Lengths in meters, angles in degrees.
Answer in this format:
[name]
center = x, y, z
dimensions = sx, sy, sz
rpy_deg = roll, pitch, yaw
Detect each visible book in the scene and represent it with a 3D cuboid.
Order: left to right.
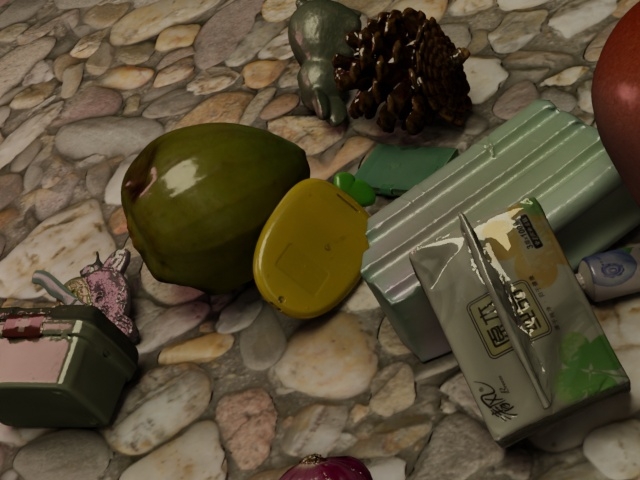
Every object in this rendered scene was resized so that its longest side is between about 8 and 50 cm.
[book]
center = 0.117, -0.098, 1.780
dimensions = 0.135, 0.017, 0.103
rpy_deg = 6, 46, 35

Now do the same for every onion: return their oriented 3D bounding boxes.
[onion]
center = 0.004, 0.280, 1.345
dimensions = 0.115, 0.115, 0.104
rpy_deg = -19, 82, 11

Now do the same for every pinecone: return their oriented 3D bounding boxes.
[pinecone]
center = 0.114, -0.244, 1.825
dimensions = 0.169, 0.185, 0.212
rpy_deg = -21, 14, -33

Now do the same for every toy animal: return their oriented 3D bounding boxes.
[toy animal]
center = -0.004, -0.273, 1.990
dimensions = 0.108, 0.138, 0.236
rpy_deg = -30, 39, 51

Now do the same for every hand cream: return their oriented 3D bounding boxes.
[hand cream]
center = 0.353, 0.035, 1.459
dimensions = 0.142, 0.053, 0.084
rpy_deg = -16, 37, -1

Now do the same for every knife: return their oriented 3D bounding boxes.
[knife]
center = -0.354, 0.089, 1.779
dimensions = 0.028, 0.015, 0.210
rpy_deg = -46, 46, -14

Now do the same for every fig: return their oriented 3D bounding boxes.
[fig]
center = -0.135, -0.054, 1.709
dimensions = 0.271, 0.239, 0.239
rpy_deg = -27, 36, -12

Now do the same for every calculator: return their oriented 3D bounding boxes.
[calculator]
center = 0.000, 0.000, 1.642
dimensions = 0.235, 0.146, 0.032
rpy_deg = -57, 11, -29

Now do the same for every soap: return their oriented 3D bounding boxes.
[soap]
center = 0.213, -0.014, 1.540
dimensions = 0.347, 0.115, 0.208
rpy_deg = -35, 37, -10

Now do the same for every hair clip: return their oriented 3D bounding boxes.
[hair clip]
center = -0.328, 0.091, 1.798
dimensions = 0.146, 0.056, 0.187
rpy_deg = -25, 39, 15

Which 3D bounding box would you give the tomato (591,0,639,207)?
[tomato]
center = 0.446, -0.129, 1.363
dimensions = 0.273, 0.341, 0.341
rpy_deg = -12, 39, 18

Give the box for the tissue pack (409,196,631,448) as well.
[tissue pack]
center = 0.209, 0.080, 1.330
dimensions = 0.159, 0.145, 0.229
rpy_deg = -25, 72, 3

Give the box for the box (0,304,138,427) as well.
[box]
center = -0.360, 0.168, 1.655
dimensions = 0.210, 0.148, 0.129
rpy_deg = -4, 54, 27
